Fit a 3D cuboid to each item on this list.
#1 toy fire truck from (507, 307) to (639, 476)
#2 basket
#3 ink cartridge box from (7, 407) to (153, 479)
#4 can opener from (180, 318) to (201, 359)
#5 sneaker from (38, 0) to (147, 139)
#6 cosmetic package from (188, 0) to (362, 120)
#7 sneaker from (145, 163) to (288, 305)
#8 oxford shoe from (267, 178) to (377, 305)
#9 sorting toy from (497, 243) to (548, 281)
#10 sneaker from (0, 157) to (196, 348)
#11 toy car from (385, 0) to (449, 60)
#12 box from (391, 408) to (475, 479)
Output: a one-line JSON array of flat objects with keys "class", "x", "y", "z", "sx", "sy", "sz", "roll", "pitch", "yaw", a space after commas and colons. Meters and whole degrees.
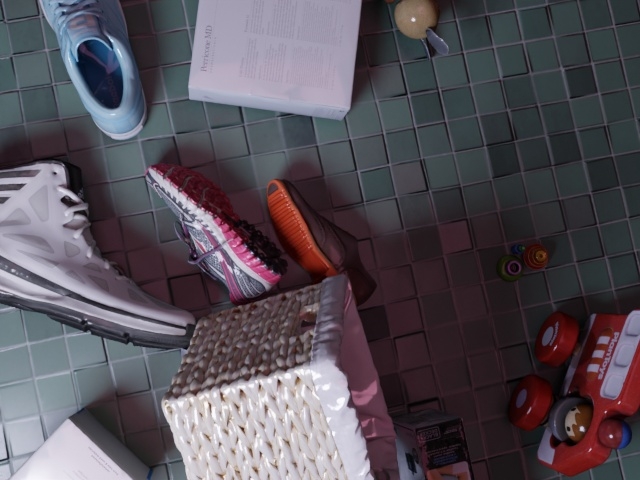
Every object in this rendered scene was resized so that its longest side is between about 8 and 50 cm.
[{"class": "toy fire truck", "x": 0.469, "y": 0.257, "z": 1.441, "sx": 0.170, "sy": 0.254, "sz": 0.302, "roll": 25, "pitch": 82, "yaw": -5}, {"class": "basket", "x": -0.044, "y": 0.271, "z": 1.272, "sx": 0.267, "sy": 0.328, "sz": 0.331, "roll": -13, "pitch": 107, "yaw": 8}, {"class": "ink cartridge box", "x": -0.413, "y": 0.415, "z": 1.340, "sx": 0.168, "sy": 0.171, "sz": 0.232, "roll": 44, "pitch": 81, "yaw": -2}, {"class": "can opener", "x": -0.100, "y": 0.188, "z": 1.469, "sx": 0.284, "sy": 0.076, "sz": 0.095, "roll": 8, "pitch": 115, "yaw": -8}, {"class": "sneaker", "x": -0.387, "y": -0.357, "z": 1.424, "sx": 0.135, "sy": 0.150, "sz": 0.365, "roll": -26, "pitch": 89, "yaw": -11}, {"class": "cosmetic package", "x": -0.073, "y": -0.423, "z": 1.503, "sx": 0.285, "sy": 0.097, "sz": 0.376, "roll": 8, "pitch": 84, "yaw": -9}, {"class": "sneaker", "x": -0.198, "y": -0.015, "z": 1.444, "sx": 0.299, "sy": 0.121, "sz": 0.112, "roll": 47, "pitch": 111, "yaw": 6}, {"class": "oxford shoe", "x": 0.000, "y": 0.000, "z": 1.490, "sx": 0.098, "sy": 0.097, "sz": 0.271, "roll": -33, "pitch": 95, "yaw": -29}, {"class": "sorting toy", "x": 0.377, "y": 0.035, "z": 1.554, "sx": 0.102, "sy": 0.042, "sz": 0.061, "roll": -26, "pitch": 89, "yaw": -9}, {"class": "sneaker", "x": -0.388, "y": 0.007, "z": 1.372, "sx": 0.448, "sy": 0.169, "sz": 0.257, "roll": 20, "pitch": 74, "yaw": -7}, {"class": "toy car", "x": 0.189, "y": -0.423, "z": 1.520, "sx": 0.149, "sy": 0.155, "sz": 0.188, "roll": -21, "pitch": 98, "yaw": -9}, {"class": "box", "x": 0.203, "y": 0.444, "z": 1.431, "sx": 0.087, "sy": 0.169, "sz": 0.289, "roll": -10, "pitch": 85, "yaw": -12}]
